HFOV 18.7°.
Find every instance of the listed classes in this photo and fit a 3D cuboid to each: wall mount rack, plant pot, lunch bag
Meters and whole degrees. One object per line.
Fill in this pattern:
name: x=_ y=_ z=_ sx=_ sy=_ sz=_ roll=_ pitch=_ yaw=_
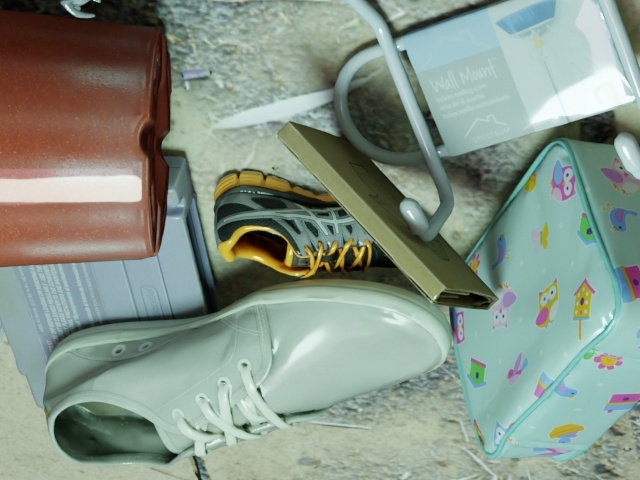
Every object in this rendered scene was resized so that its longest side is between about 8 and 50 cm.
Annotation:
wall mount rack: x=0.127 y=-0.170 z=1.577 sx=0.350 sy=0.130 sz=0.304 roll=-16 pitch=106 yaw=28
plant pot: x=-0.268 y=-0.089 z=1.681 sx=0.265 sy=0.272 sz=0.272 roll=1 pitch=138 yaw=0
lunch bag: x=0.219 y=0.049 z=1.725 sx=0.108 sy=0.224 sz=0.279 roll=7 pitch=142 yaw=-23

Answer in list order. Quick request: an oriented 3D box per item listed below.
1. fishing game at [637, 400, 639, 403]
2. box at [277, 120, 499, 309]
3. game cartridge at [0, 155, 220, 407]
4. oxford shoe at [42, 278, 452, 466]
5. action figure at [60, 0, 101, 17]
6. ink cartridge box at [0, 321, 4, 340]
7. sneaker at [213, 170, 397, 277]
fishing game: x=0.318 y=0.059 z=1.738 sx=0.041 sy=0.189 sz=0.264 roll=34 pitch=154 yaw=-6
box: x=0.061 y=-0.019 z=1.679 sx=0.021 sy=0.164 sz=0.201 roll=-47 pitch=72 yaw=12
game cartridge: x=-0.219 y=0.048 z=1.954 sx=0.230 sy=0.068 sz=0.355 roll=6 pitch=139 yaw=14
oxford shoe: x=-0.080 y=0.141 z=1.880 sx=0.449 sy=0.130 sz=0.169 roll=-12 pitch=135 yaw=25
action figure: x=-0.274 y=-0.284 z=1.556 sx=0.185 sy=0.099 sz=0.285 roll=-9 pitch=129 yaw=51
ink cartridge box: x=-0.457 y=0.069 z=2.012 sx=0.158 sy=0.092 sz=0.218 roll=-21 pitch=127 yaw=32
sneaker: x=0.000 y=0.000 z=1.825 sx=0.215 sy=0.083 sz=0.084 roll=9 pitch=137 yaw=3
